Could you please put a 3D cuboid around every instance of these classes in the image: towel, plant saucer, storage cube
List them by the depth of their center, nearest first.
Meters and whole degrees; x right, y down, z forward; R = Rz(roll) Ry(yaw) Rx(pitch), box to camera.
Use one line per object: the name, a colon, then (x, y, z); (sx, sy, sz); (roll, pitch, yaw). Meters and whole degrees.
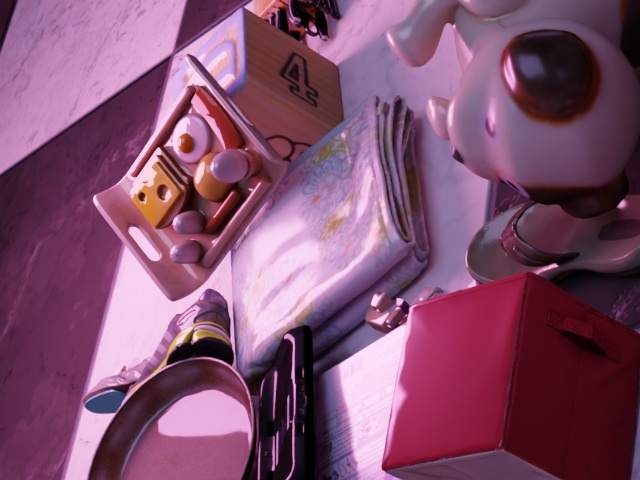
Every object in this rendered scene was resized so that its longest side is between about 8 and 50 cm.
storage cube: (0.201, 0.171, 1.601); (0.215, 0.183, 0.193); (-21, 49, 48)
plant saucer: (-0.197, 0.309, 2.098); (0.310, 0.050, 0.311); (-24, 48, 30)
towel: (0.000, 0.000, 2.163); (0.374, 0.090, 0.321); (-40, 34, 32)

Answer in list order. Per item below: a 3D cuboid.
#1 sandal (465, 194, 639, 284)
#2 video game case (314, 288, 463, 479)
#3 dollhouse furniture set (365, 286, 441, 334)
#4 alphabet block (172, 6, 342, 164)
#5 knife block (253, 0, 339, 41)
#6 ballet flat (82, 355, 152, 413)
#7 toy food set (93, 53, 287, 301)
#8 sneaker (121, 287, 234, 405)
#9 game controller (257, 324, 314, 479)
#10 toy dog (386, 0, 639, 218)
sandal: (0.272, -0.015, 1.748); (0.302, 0.086, 0.120); (-13, 54, 53)
video game case: (0.097, 0.223, 1.840); (0.269, 0.061, 0.244); (-35, 37, 39)
dollhouse furniture set: (0.097, 0.073, 1.969); (0.081, 0.091, 0.114); (-50, 24, -12)
alphabet block: (-0.100, -0.209, 2.392); (0.192, 0.197, 0.193); (-40, 36, 32)
knife block: (-0.063, -0.398, 2.610); (0.275, 0.088, 0.242); (9, 71, 59)
ballet flat: (-0.297, 0.226, 2.453); (0.213, 0.072, 0.068); (-21, 47, 40)
toy food set: (-0.202, -0.090, 2.258); (0.220, 0.092, 0.306); (50, 121, 19)
sneaker: (-0.204, 0.183, 2.284); (0.300, 0.111, 0.121); (-45, 26, 45)
game controller: (-0.037, 0.259, 1.967); (0.319, 0.067, 0.166); (-92, 22, -49)
toy dog: (0.278, -0.208, 1.727); (0.395, 0.285, 0.408); (4, 47, 19)
